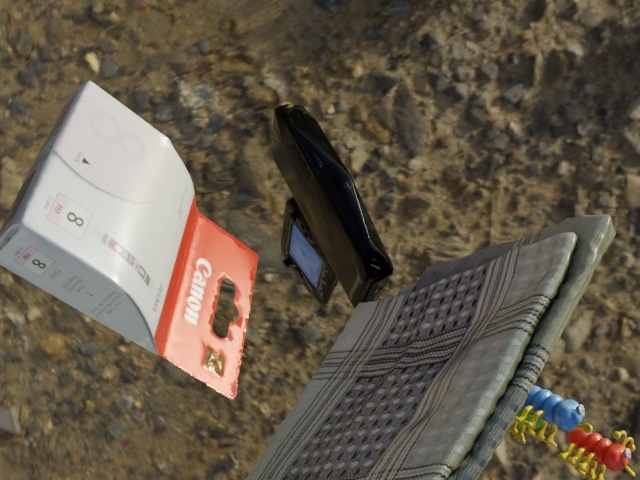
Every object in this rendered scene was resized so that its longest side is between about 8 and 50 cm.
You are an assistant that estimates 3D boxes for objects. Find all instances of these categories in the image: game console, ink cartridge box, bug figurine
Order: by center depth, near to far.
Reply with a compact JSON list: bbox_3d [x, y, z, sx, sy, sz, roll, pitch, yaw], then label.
[{"bbox_3d":[-0.136,-0.002,0.769,0.232,0.066,0.189,33,37,-22],"label":"ink cartridge box"},{"bbox_3d":[0.000,0.000,1.095,0.044,0.361,0.213,-24,73,-13],"label":"game console"},{"bbox_3d":[0.283,0.224,1.180,0.279,0.216,0.072,39,76,-48],"label":"bug figurine"}]

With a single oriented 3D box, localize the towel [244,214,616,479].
[{"bbox_3d":[0.076,0.113,0.799,0.056,0.312,0.324,47,56,-10],"label":"towel"}]
